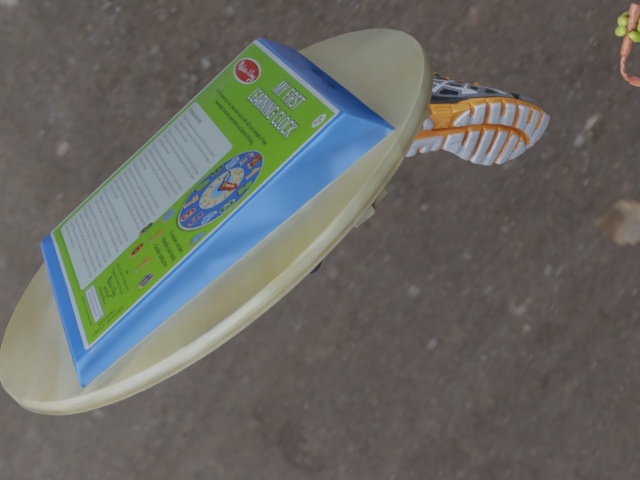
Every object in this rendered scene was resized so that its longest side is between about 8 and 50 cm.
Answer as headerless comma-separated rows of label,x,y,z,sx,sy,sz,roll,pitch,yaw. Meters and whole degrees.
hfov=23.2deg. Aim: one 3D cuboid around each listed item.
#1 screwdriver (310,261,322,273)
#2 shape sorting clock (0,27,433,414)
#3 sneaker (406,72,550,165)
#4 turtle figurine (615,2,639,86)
screwdriver,0.000,0.000,1.421,0.025,0.170,0.024,24,106,3
shape sorting clock,-0.041,-0.010,0.602,0.206,0.206,0.040,-25,119,38
sneaker,0.129,-0.132,1.558,0.215,0.083,0.084,3,133,-20
turtle figurine,0.393,-0.263,1.480,0.269,0.087,0.217,-13,86,47
